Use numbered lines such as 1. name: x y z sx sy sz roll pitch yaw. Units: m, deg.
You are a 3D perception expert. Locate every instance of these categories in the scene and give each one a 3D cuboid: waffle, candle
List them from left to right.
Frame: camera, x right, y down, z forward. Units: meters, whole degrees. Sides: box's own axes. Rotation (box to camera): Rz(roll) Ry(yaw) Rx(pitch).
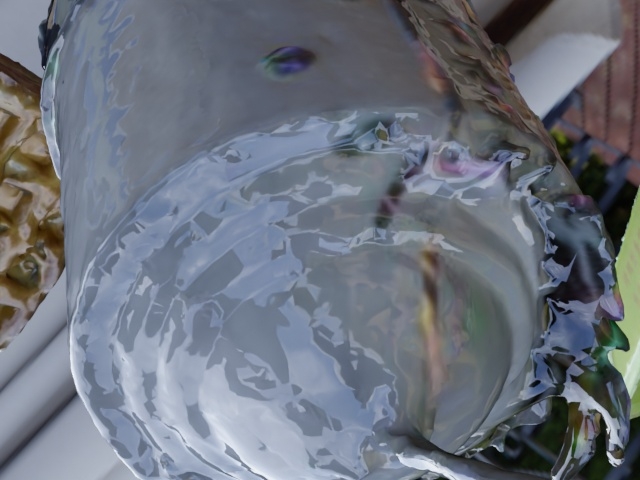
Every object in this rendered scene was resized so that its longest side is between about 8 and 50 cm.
1. waffle: -0.291 -0.050 0.844 0.308 0.213 0.091 30 -170 -49
2. candle: 0.000 0.000 0.426 0.187 0.187 0.330 49 -166 -38

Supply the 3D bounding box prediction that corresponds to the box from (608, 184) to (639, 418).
1. box: 0.236 -0.022 0.572 0.335 0.187 0.047 83 167 -59
